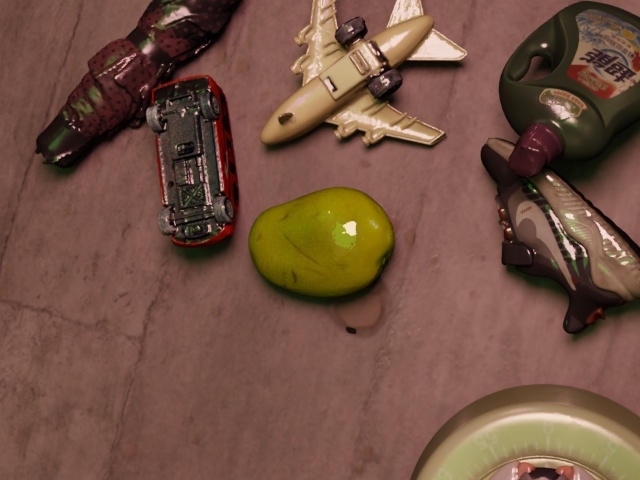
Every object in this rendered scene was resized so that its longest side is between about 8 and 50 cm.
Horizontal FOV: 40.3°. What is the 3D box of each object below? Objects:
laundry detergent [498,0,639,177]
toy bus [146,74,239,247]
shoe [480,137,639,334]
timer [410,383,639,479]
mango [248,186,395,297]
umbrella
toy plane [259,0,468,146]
[{"bbox_3d":[0.243,-0.144,0.860,0.144,0.078,0.222,36,63,21],"label":"laundry detergent"},{"bbox_3d":[-0.138,-0.084,0.997,0.081,0.089,0.195,-12,77,14],"label":"toy bus"},{"bbox_3d":[0.228,-0.004,0.882,0.227,0.099,0.112,46,107,22],"label":"shoe"},{"bbox_3d":[0.187,0.263,0.728,0.291,0.315,0.290,-3,78,15],"label":"timer"},{"bbox_3d":[0.002,0.006,0.949,0.163,0.089,0.117,-18,84,24],"label":"mango"},{"bbox_3d":[-0.215,-0.208,1.042,0.094,0.090,0.326,44,94,15],"label":"umbrella"},{"bbox_3d":[0.032,-0.181,0.968,0.244,0.092,0.229,-34,87,5],"label":"toy plane"}]
